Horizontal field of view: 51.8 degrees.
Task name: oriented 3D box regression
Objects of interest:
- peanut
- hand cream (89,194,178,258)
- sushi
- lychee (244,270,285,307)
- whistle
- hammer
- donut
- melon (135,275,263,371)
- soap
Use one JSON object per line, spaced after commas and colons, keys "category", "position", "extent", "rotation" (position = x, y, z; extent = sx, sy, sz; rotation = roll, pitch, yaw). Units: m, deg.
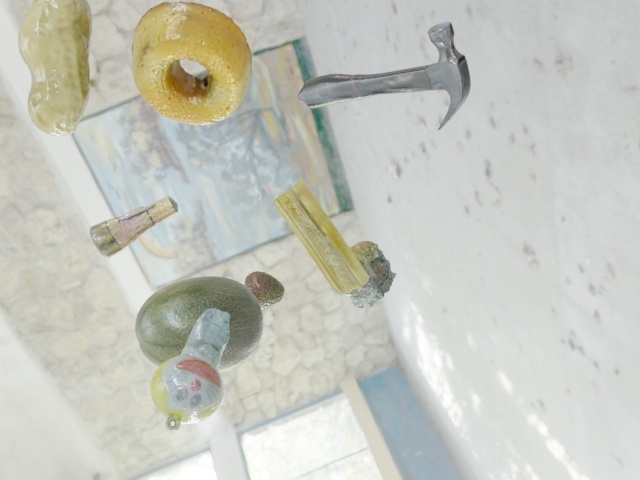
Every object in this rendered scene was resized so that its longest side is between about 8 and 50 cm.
{"category": "peanut", "position": [-0.558, -0.380, 1.381], "extent": [0.147, 0.148, 0.318], "rotation": [-145, 60, -80]}
{"category": "hand cream", "position": [-0.417, -0.037, 1.500], "extent": [0.084, 0.203, 0.084], "rotation": [61, 174, 11]}
{"category": "sushi", "position": [0.143, 0.103, 2.139], "extent": [0.184, 0.139, 0.274], "rotation": [57, -150, -8]}
{"category": "lychee", "position": [-0.178, 0.147, 1.937], "extent": [0.114, 0.147, 0.114], "rotation": [-176, 90, -84]}
{"category": "whistle", "position": [-0.201, 0.206, 1.084], "extent": [0.122, 0.123, 0.223], "rotation": [76, -152, -52]}
{"category": "hammer", "position": [0.082, -0.218, 0.943], "extent": [0.290, 0.037, 0.137], "rotation": [3, 127, 44]}
{"category": "donut", "position": [-0.295, -0.384, 1.494], "extent": [0.302, 0.303, 0.110], "rotation": [76, -165, -52]}
{"category": "melon", "position": [-0.289, 0.206, 1.584], "extent": [0.237, 0.302, 0.237], "rotation": [16, 108, 60]}
{"category": "soap", "position": [0.001, 0.000, 1.367], "extent": [0.252, 0.037, 0.092], "rotation": [55, 145, -7]}
